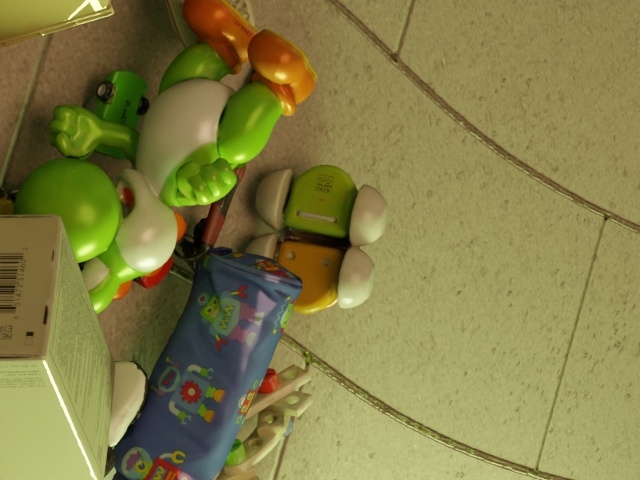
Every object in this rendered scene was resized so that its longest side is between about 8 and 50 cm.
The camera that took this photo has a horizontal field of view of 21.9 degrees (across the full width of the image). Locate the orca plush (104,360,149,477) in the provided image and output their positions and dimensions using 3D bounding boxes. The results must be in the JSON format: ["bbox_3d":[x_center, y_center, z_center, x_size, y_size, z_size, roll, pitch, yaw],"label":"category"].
[{"bbox_3d":[-0.297,0.252,1.808,0.287,0.151,0.102,-54,159,-25],"label":"orca plush"}]

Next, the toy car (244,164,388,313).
[{"bbox_3d":[0.000,0.000,2.019,0.136,0.159,0.182,18,83,-77],"label":"toy car"}]

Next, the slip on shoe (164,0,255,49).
[{"bbox_3d":[-0.151,-0.358,1.850,0.123,0.101,0.331,-16,96,-7],"label":"slip on shoe"}]

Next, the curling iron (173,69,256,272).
[{"bbox_3d":[-0.113,-0.091,1.950,0.035,0.068,0.274,30,72,-39],"label":"curling iron"}]

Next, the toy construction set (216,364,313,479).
[{"bbox_3d":[-0.046,0.323,2.005,0.215,0.151,0.328,-21,104,-12],"label":"toy construction set"}]

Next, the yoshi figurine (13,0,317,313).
[{"bbox_3d":[-0.182,-0.090,1.716,0.203,0.203,0.362,38,88,-11],"label":"yoshi figurine"}]

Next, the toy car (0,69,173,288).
[{"bbox_3d":[-0.247,-0.079,1.830,0.239,0.053,0.225,19,83,-42],"label":"toy car"}]

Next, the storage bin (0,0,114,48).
[{"bbox_3d":[-0.347,-0.282,1.514,0.262,0.260,0.123,72,2,-70],"label":"storage bin"}]

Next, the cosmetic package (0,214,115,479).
[{"bbox_3d":[-0.288,0.120,1.645,0.309,0.113,0.160,85,5,-58],"label":"cosmetic package"}]

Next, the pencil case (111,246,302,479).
[{"bbox_3d":[-0.133,0.153,1.873,0.306,0.133,0.119,-66,167,3],"label":"pencil case"}]
